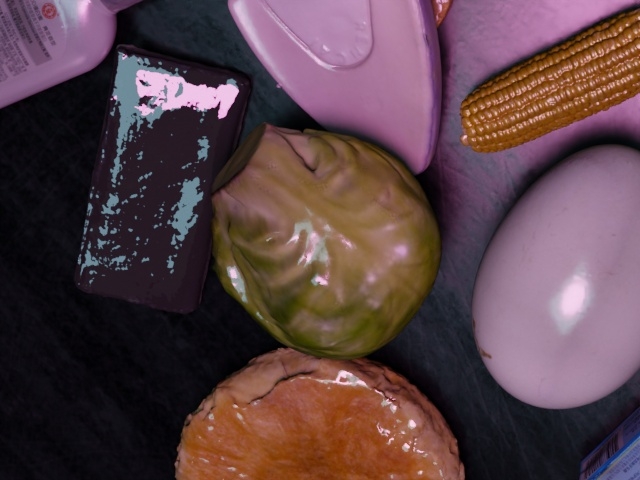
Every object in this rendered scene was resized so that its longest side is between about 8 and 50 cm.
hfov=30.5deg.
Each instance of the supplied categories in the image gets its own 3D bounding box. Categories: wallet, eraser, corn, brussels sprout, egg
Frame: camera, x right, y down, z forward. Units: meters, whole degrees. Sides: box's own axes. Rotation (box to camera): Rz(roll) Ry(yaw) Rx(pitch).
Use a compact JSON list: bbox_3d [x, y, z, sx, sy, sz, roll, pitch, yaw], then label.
[{"bbox_3d":[-0.174,-0.058,1.266,0.146,0.030,0.285,12,108,-8],"label":"wallet"},{"bbox_3d":[0.045,-0.175,1.166,0.204,0.059,0.243,-15,115,33],"label":"eraser"},{"bbox_3d":[0.239,-0.152,1.120,0.238,0.080,0.080,-25,98,23],"label":"corn"},{"bbox_3d":[0.000,0.000,1.161,0.244,0.244,0.244,4,107,14],"label":"brussels sprout"},{"bbox_3d":[0.245,0.035,1.117,0.183,0.183,0.264,22,104,8],"label":"egg"}]

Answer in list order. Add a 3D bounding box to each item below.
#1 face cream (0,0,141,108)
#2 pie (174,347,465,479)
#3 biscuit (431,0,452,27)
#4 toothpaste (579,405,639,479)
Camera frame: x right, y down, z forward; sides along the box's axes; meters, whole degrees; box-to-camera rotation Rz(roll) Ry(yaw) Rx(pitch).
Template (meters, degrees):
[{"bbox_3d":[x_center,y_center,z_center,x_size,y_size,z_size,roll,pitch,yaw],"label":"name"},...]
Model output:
[{"bbox_3d":[-0.291,-0.237,1.236,0.291,0.071,0.144,-20,103,20],"label":"face cream"},{"bbox_3d":[-0.003,0.269,1.305,0.340,0.083,0.339,4,105,15],"label":"pie"},{"bbox_3d":[0.078,-0.323,1.134,0.162,0.035,0.250,-9,103,22],"label":"biscuit"},{"bbox_3d":[0.367,0.170,1.187,0.050,0.065,0.266,40,111,1],"label":"toothpaste"}]
